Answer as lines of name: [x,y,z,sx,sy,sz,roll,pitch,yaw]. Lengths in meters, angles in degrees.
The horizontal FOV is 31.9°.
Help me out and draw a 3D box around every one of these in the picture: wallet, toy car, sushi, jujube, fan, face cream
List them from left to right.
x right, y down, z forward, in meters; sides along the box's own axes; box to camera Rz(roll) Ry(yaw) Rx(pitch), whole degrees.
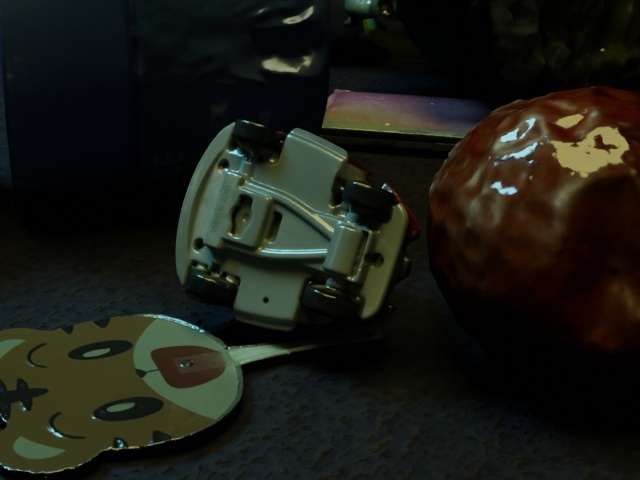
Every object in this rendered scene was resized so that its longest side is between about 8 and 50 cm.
face cream: [-0.121,-0.162,0.818,0.225,0.249,0.249,-5,25,-13]
fan: [-0.070,0.067,0.600,0.226,0.008,0.152,-8,24,-20]
toy car: [0.000,0.000,0.648,0.139,0.112,0.112,19,2,30]
wallet: [0.114,-0.102,0.972,0.232,0.025,0.119,6,25,10]
sushi: [0.190,-0.297,1.035,0.327,0.329,0.285,-6,30,-38]
jujube: [0.140,-0.008,0.627,0.168,0.168,0.236,1,7,-1]

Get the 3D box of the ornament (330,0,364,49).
ornament: [0.008,-0.283,1.212,0.177,0.178,0.177,1,24,-1]
